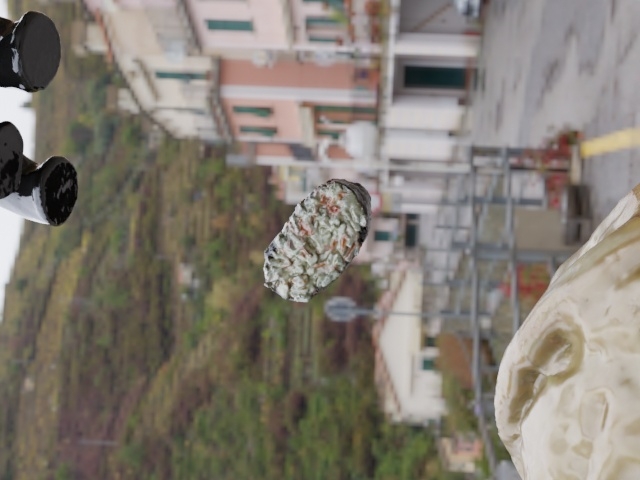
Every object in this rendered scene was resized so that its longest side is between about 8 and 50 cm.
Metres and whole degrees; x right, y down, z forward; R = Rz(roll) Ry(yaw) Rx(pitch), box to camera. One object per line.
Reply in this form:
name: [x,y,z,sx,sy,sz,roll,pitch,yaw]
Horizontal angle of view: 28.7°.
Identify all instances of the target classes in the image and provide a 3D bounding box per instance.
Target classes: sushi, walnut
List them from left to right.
sushi: [0.000,0.000,1.406,0.150,0.090,0.078,-52,-7,17]
walnut: [0.191,0.071,0.627,0.245,0.198,0.198,-56,17,35]

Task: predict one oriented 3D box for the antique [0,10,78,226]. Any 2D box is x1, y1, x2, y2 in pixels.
antique: [-0.383,-0.145,1.143,0.185,0.255,0.322,-53,-33,-53]
